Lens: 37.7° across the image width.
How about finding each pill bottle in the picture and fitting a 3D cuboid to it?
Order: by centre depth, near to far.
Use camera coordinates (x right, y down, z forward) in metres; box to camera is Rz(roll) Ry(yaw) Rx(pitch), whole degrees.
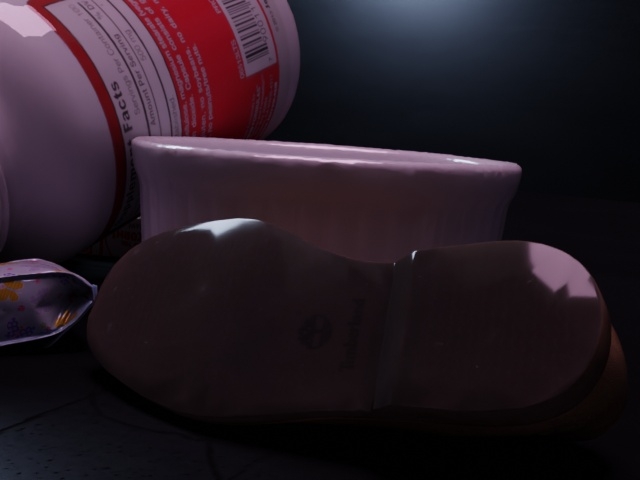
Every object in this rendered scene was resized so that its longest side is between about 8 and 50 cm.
[{"bbox_3d":[-0.211,-0.118,0.793,0.229,0.229,0.407,9,29,30],"label":"pill bottle"}]

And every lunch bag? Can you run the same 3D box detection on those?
[{"bbox_3d":[-0.189,0.039,0.596,0.083,0.053,0.071,-11,11,-27],"label":"lunch bag"}]

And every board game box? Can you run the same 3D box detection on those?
[{"bbox_3d":[-0.176,-0.015,1.037,0.146,0.045,0.193,5,8,5],"label":"board game box"}]

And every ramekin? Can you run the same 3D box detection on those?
[{"bbox_3d":[0.000,0.000,0.682,0.277,0.135,0.277,4,7,0],"label":"ramekin"}]

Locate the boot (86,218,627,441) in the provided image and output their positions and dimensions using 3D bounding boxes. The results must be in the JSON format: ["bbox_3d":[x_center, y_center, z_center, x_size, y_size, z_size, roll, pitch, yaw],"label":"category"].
[{"bbox_3d":[0.007,0.060,0.496,0.305,0.112,0.115,4,-24,32],"label":"boot"}]
